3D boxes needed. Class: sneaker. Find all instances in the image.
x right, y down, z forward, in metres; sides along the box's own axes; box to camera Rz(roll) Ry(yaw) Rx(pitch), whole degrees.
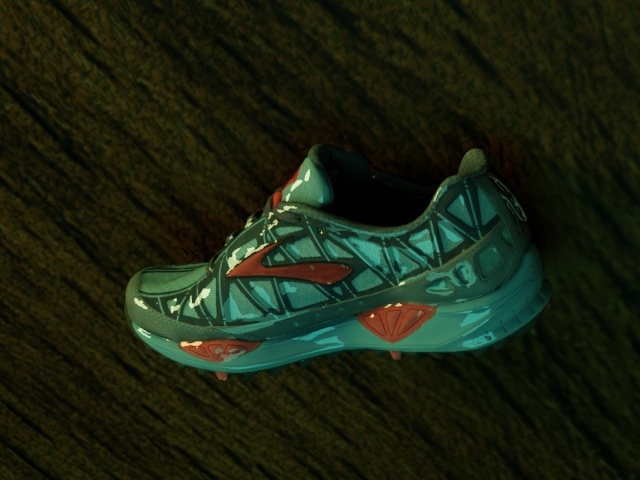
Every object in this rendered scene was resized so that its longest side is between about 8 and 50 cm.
[{"bbox_3d":[0.000,0.000,1.029,0.261,0.104,0.125,-7,113,20],"label":"sneaker"}]
